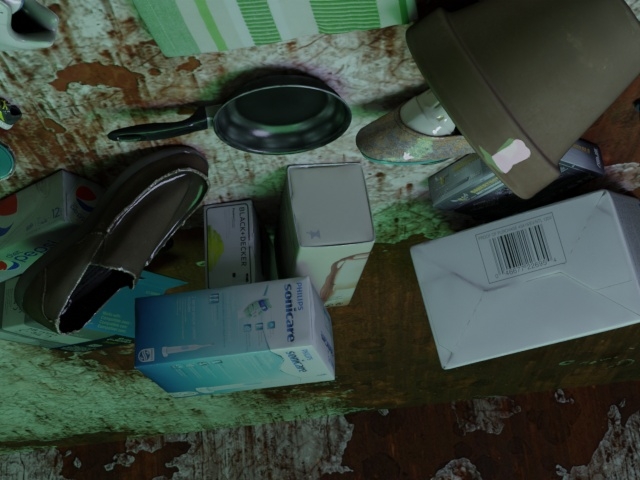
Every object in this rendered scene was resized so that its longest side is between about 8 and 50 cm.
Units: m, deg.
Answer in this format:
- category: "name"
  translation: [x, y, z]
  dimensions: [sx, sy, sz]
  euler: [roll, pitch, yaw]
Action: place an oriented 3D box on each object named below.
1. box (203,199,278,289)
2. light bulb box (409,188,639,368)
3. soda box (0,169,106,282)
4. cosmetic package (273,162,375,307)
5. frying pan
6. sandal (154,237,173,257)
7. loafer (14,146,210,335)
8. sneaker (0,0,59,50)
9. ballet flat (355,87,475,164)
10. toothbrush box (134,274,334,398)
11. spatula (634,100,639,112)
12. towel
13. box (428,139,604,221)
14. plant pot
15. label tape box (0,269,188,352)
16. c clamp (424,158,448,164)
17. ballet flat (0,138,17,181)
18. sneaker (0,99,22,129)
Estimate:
- category: "box"
  translation: [-0.134, 0.061, 1.846]
  dimensions: [0.087, 0.169, 0.290]
  euler: [-6, 159, 5]
- category: "light bulb box"
  translation: [0.402, 0.069, 1.819]
  dimensions: [0.358, 0.225, 0.361]
  euler: [-17, 173, 23]
- category: "soda box"
  translation: [-0.479, -0.016, 1.665]
  dimensions: [0.286, 0.091, 0.098]
  euler: [-21, 155, 31]
- category: "cosmetic package"
  translation: [0.000, 0.000, 1.759]
  dimensions: [0.129, 0.153, 0.296]
  euler: [-4, 158, -9]
- category: "frying pan"
  translation: [-0.115, -0.164, 1.467]
  dimensions: [0.326, 0.053, 0.197]
  euler: [-11, 157, 16]
- category: "sandal"
  translation: [-0.333, 0.018, 1.852]
  dimensions: [0.179, 0.040, 0.067]
  euler: [-26, 149, 34]
- category: "loafer"
  translation: [-0.294, 0.014, 1.562]
  dimensions: [0.366, 0.130, 0.134]
  euler: [-45, 144, 1]
- category: "sneaker"
  translation: [-0.374, -0.277, 1.030]
  dimensions: [0.129, 0.111, 0.297]
  euler: [9, 171, 21]
- category: "ballet flat"
  translation: [0.206, -0.180, 1.483]
  dimensions: [0.316, 0.107, 0.106]
  euler: [-6, 138, -14]
- category: "toothbrush box"
  translation: [-0.138, 0.168, 1.717]
  dimensions: [0.295, 0.126, 0.216]
  euler: [-7, 157, 9]
- category: "spatula"
  translation: [0.620, -0.192, 1.622]
  dimensions: [0.296, 0.030, 0.084]
  euler: [5, 154, -24]
- category: "towel"
  translation: [-0.058, -0.306, 1.172]
  dimensions: [0.325, 0.038, 0.248]
  euler: [-7, 156, 7]
- category: "box"
  translation: [0.324, -0.107, 1.709]
  dimensions: [0.183, 0.056, 0.231]
  euler: [12, 151, -36]
- category: "plant pot"
  translation: [0.268, -0.218, 1.245]
  dimensions: [0.229, 0.263, 0.263]
  euler: [-36, 148, 17]
- category: "label tape box"
  translation: [-0.451, 0.130, 1.939]
  dimensions: [0.334, 0.106, 0.240]
  euler: [-13, 158, 39]
- category: "c clamp"
  translation: [0.183, -0.155, 1.613]
  dimensions: [0.161, 0.022, 0.137]
  euler: [12, 156, -40]
- category: "ballet flat"
  translation: [-0.549, -0.127, 1.428]
  dimensions: [0.241, 0.091, 0.077]
  euler: [7, -176, -19]
- category: "sneaker"
  translation: [-0.438, -0.180, 1.379]
  dimensions: [0.035, 0.031, 0.083]
  euler: [-30, 154, 18]
